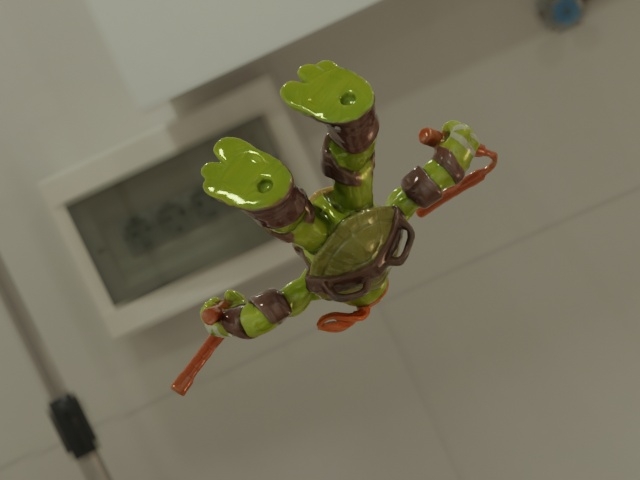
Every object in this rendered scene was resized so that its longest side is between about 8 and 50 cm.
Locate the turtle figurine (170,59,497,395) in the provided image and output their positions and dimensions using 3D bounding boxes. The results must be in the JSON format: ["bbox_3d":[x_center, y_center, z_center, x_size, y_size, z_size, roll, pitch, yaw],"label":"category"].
[{"bbox_3d":[0.000,0.000,0.970,0.269,0.087,0.217,-34,-31,-3],"label":"turtle figurine"}]
